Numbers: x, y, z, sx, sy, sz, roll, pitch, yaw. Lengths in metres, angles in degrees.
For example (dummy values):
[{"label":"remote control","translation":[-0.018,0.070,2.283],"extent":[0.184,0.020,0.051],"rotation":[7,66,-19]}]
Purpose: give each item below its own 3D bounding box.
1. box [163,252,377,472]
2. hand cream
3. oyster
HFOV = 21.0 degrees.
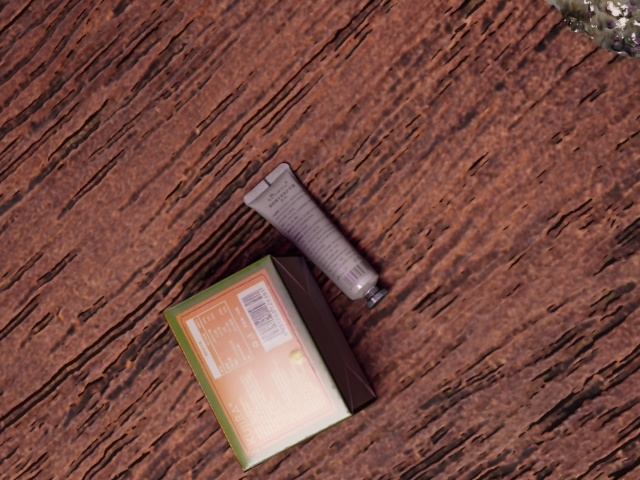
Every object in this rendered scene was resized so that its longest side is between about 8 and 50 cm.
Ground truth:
[{"label":"box","translation":[-0.055,0.131,1.896],"extent":[0.148,0.177,0.195],"rotation":[-29,86,9]},{"label":"hand cream","translation":[0.000,0.000,1.955],"extent":[0.067,0.042,0.194],"rotation":[-43,78,-4]},{"label":"oyster","translation":[0.310,-0.333,1.856],"extent":[0.198,0.112,0.268],"rotation":[-36,81,9]}]
